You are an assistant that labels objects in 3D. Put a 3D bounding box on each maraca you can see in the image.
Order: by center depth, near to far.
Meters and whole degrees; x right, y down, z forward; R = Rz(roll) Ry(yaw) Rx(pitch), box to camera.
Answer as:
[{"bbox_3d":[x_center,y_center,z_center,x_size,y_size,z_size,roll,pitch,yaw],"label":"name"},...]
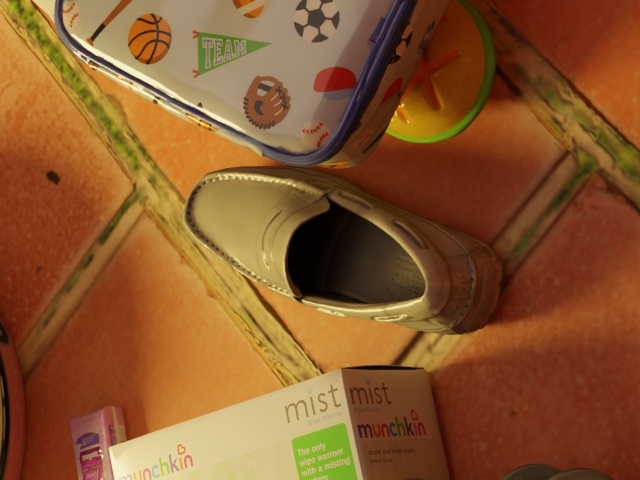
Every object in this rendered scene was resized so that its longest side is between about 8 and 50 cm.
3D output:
[{"bbox_3d":[0.065,-0.151,1.460,0.185,0.099,0.127,29,104,36],"label":"maraca"}]

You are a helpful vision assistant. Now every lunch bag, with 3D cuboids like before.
[{"bbox_3d":[-0.055,-0.208,1.393,0.303,0.115,0.243,29,103,20],"label":"lunch bag"}]

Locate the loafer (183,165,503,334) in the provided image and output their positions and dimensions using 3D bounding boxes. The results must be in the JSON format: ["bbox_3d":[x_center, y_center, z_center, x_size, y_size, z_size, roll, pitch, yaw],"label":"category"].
[{"bbox_3d":[0.000,0.000,1.488,0.319,0.111,0.112,15,94,38],"label":"loafer"}]

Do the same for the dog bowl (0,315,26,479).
[{"bbox_3d":[-0.460,0.184,1.804,0.408,0.150,0.408,-5,82,38],"label":"dog bowl"}]

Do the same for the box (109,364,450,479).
[{"bbox_3d":[-0.021,0.244,1.474,0.262,0.126,0.231,-21,75,35],"label":"box"}]

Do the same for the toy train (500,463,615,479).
[{"bbox_3d":[0.100,0.274,1.280,0.142,0.334,0.190,161,97,-75],"label":"toy train"}]

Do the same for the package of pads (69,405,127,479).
[{"bbox_3d":[-0.203,0.198,1.677,0.050,0.032,0.083,-21,73,37],"label":"package of pads"}]

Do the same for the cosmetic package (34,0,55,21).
[{"bbox_3d":[-0.089,-0.330,1.567,0.217,0.156,0.385,44,113,33],"label":"cosmetic package"}]
